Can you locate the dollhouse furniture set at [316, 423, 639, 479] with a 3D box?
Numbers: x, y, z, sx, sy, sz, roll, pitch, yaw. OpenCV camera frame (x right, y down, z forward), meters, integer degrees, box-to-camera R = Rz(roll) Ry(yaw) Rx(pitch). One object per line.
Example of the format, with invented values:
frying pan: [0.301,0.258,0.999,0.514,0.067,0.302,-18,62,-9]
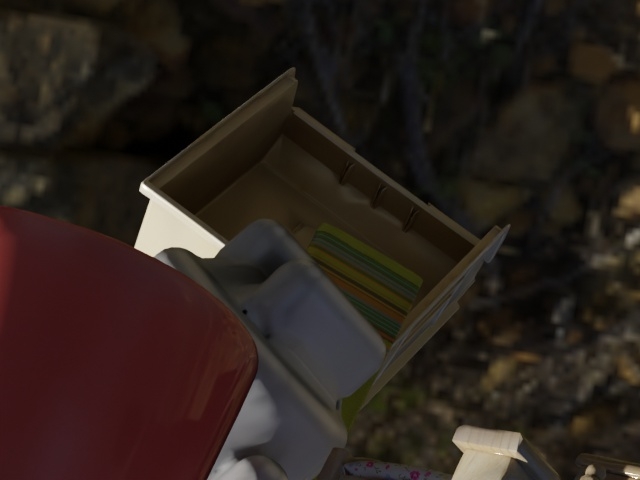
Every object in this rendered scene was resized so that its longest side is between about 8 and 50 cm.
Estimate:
dollhouse furniture set: [0.111,0.148,1.250,0.303,0.174,0.355,6,149,42]

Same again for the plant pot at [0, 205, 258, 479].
plant pot: [-0.197,0.143,1.170,0.275,0.243,0.275,12,154,6]

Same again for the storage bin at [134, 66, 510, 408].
storage bin: [0.000,0.000,1.810,0.262,0.123,0.260,36,-133,12]

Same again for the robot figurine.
robot figurine: [-0.122,0.146,1.428,0.200,0.353,0.300,49,180,-30]

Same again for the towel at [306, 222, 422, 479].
towel: [-0.005,0.103,1.622,0.102,0.237,0.021,31,154,-6]
